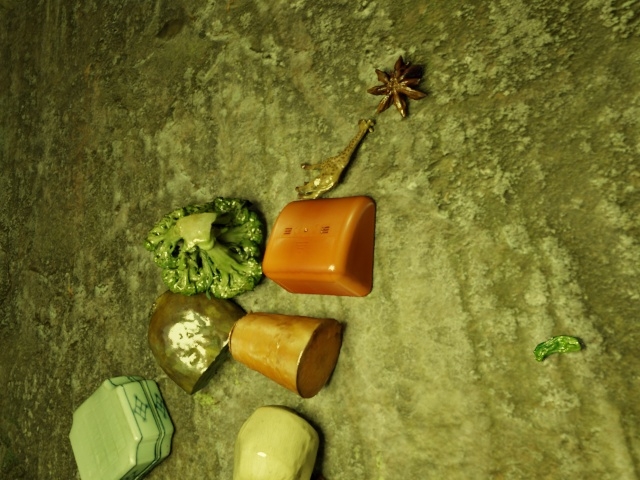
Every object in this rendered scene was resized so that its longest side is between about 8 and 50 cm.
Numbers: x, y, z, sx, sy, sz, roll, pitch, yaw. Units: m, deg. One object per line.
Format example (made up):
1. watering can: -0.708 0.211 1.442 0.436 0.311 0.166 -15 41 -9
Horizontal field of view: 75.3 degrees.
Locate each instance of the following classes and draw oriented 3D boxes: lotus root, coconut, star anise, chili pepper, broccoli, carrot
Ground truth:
1. lotus root: -0.372 0.249 1.165 0.260 0.149 0.267 40 98 11
2. coconut: -0.107 0.495 0.981 0.225 0.224 0.223 -6 78 29
3. star anise: 0.192 -0.385 1.047 0.168 0.057 0.167 -6 77 28
4. chili pepper: 0.458 0.208 0.806 0.091 0.030 0.034 -26 94 25
5. broccoli: -0.304 0.017 1.117 0.322 0.283 0.303 -19 76 -7
6. carrot: -0.098 0.252 1.023 0.255 0.196 0.195 11 86 32

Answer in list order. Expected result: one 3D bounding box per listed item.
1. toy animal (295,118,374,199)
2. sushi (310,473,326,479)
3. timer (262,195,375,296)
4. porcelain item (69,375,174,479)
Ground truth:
1. toy animal: 0.037 -0.208 1.095 0.276 0.054 0.149 -38 39 21
2. sushi: 0.000 0.680 0.910 0.140 0.149 0.286 -12 54 38
3. timer: 0.000 0.000 1.062 0.258 0.161 0.249 -1 65 30
4. porcelain item: -0.601 0.583 1.262 0.281 0.157 0.285 -44 62 13
